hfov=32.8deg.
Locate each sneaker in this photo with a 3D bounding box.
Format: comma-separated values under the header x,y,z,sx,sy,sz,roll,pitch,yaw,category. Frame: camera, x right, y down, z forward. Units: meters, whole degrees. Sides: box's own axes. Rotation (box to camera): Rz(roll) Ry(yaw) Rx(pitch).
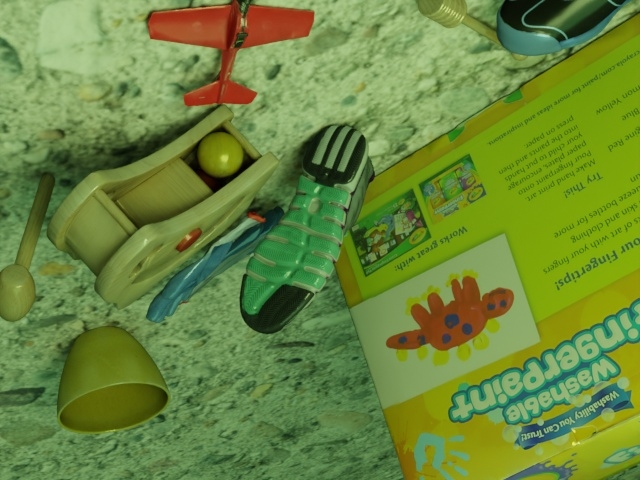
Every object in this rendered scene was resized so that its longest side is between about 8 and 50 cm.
x,y,z,sx,sy,sz,roll,pitch,yaw,category
0.000,0.000,1.095,0.224,0.083,0.098,-62,155,-8,sneaker
0.254,-0.245,0.935,0.232,0.081,0.090,-27,147,1,sneaker

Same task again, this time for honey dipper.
x,y,z,sx,sy,sz,roll,pitch,yaw,category
0.147,-0.196,1.004,0.030,0.031,0.160,-36,150,29,honey dipper

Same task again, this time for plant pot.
x,y,z,sx,sy,sz,roll,pitch,yaw,category
-0.255,0.160,1.306,0.134,0.095,0.134,-13,150,-8,plant pot

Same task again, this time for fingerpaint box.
x,y,z,sx,sy,sz,roll,pitch,yaw,category
0.260,0.036,1.107,0.444,0.371,0.163,-32,147,22,fingerpaint box

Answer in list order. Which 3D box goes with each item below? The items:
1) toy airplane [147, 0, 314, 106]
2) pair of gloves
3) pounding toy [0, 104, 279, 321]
x,y,z,sx,sy,sz,roll,pitch,yaw,category
-0.080,-0.162,0.933,0.151,0.028,0.151,-15,150,-9,toy airplane
-0.105,0.023,1.132,0.159,0.023,0.198,-41,176,8,pair of gloves
-0.182,-0.042,0.965,0.269,0.155,0.154,-40,172,-27,pounding toy
